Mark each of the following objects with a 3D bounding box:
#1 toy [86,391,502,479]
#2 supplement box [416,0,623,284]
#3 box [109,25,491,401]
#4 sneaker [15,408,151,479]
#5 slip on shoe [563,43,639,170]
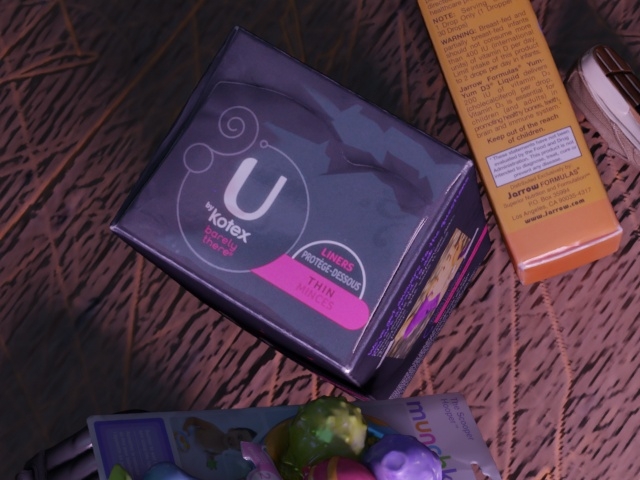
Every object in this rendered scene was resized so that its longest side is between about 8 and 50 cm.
[{"bbox_3d":[0.000,0.131,0.932,0.237,0.056,0.137,-4,47,-19],"label":"toy"},{"bbox_3d":[0.130,-0.093,1.146,0.080,0.078,0.233,-22,78,4],"label":"supplement box"},{"bbox_3d":[0.000,0.000,1.047,0.165,0.270,0.143,30,84,13],"label":"box"},{"bbox_3d":[-0.176,0.235,1.125,0.296,0.104,0.147,-44,62,5],"label":"sneaker"},{"bbox_3d":[0.217,-0.071,1.150,0.135,0.051,0.041,52,130,6],"label":"slip on shoe"}]
